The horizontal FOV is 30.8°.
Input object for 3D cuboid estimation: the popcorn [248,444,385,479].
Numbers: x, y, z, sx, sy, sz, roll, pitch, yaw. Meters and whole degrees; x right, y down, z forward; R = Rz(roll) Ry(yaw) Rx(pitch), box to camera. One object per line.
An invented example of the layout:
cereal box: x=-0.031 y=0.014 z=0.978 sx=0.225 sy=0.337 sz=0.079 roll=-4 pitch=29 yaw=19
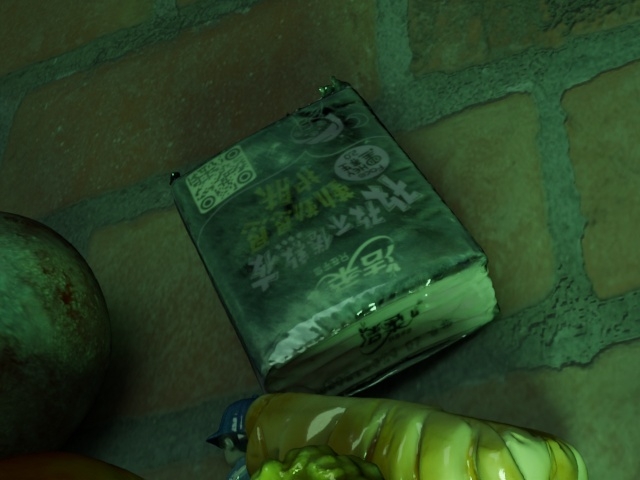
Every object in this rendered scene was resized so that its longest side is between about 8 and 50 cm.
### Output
popcorn: x=0.015 y=0.259 z=0.863 sx=0.169 sy=0.189 sz=0.218 roll=-31 pitch=31 yaw=7

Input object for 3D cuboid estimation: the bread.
bread: x=0.069 y=0.201 z=1.009 sx=0.311 sy=0.173 sz=0.121 roll=1 pitch=78 yaw=41

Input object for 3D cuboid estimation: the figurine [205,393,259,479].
figurine: x=-0.067 y=0.217 z=1.151 sx=0.077 sy=0.079 sz=0.136 roll=3 pitch=35 yaw=-18

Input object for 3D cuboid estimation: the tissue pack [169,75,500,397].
tissue pack: x=0.000 y=0.000 z=1.250 sx=0.259 sy=0.122 sz=0.361 roll=-29 pitch=43 yaw=-4

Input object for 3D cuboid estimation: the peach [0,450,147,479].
peach: x=-0.240 y=0.369 z=0.926 sx=0.388 sy=0.388 sz=0.388 roll=-18 pitch=45 yaw=19

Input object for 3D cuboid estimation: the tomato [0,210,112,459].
tomato: x=-0.393 y=0.116 z=1.312 sx=0.316 sy=0.282 sz=0.317 roll=-5 pitch=63 yaw=9
